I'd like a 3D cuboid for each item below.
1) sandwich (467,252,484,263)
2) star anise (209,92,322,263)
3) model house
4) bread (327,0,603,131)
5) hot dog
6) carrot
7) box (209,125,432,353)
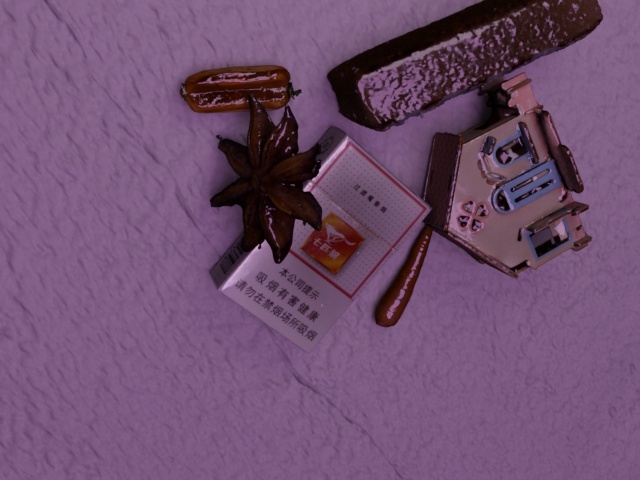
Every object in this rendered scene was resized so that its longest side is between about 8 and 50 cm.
[{"bbox_3d":[0.288,0.018,1.534,0.083,0.044,0.031,38,98,-23],"label":"sandwich"},{"bbox_3d":[-0.063,-0.092,1.276,0.103,0.272,0.271,-7,113,-45],"label":"star anise"},{"bbox_3d":[0.291,-0.088,1.411,0.244,0.169,0.326,-26,107,-5],"label":"model house"},{"bbox_3d":[0.228,-0.302,1.336,0.417,0.165,0.113,-25,113,-7],"label":"bread"},{"bbox_3d":[-0.125,-0.238,1.305,0.189,0.055,0.072,-6,113,-16],"label":"hot dog"},{"bbox_3d":[0.159,0.062,1.511,0.048,0.048,0.216,24,95,-23],"label":"carrot"},{"bbox_3d":[-0.001,0.000,1.409,0.210,0.095,0.330,39,92,-25],"label":"box"}]
